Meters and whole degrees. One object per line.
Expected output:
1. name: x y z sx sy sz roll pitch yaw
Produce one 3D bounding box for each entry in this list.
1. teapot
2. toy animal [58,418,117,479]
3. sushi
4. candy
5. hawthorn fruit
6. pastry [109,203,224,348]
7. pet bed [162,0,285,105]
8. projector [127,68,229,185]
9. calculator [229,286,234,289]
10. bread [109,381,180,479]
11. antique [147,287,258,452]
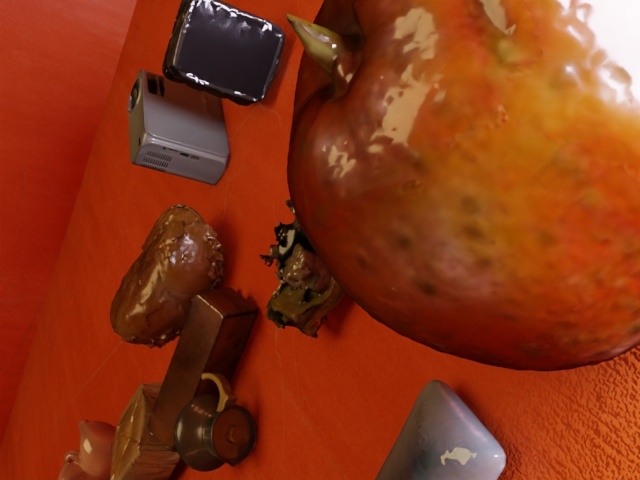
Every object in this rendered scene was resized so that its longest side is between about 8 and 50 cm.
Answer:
1. teapot: -0.180 0.310 1.226 0.119 0.130 0.165 -10 75 43
2. toy animal: -0.527 0.535 1.690 0.171 0.171 0.197 44 114 56
3. sushi: 0.006 0.002 1.038 0.290 0.131 0.139 -65 30 4
4. candy: 0.122 0.259 0.790 0.138 0.071 0.174 50 121 54
5. hawthorn fruit: 0.143 -0.104 0.597 0.403 0.403 0.402 -30 54 51
6. pastry: -0.308 0.082 1.494 0.310 0.162 0.255 -59 23 10
7. pet bed: -0.196 -0.379 1.447 0.159 0.211 0.183 -138 64 -67
8. projector: -0.326 -0.254 1.622 0.108 0.198 0.250 -50 40 37
9. calculator: -0.192 0.169 1.402 0.103 0.024 0.165 50 123 55
10. bread: -0.351 0.410 1.491 0.209 0.110 0.192 -55 30 32
11. antique: -0.222 0.241 1.329 0.087 0.093 0.309 33 110 31
